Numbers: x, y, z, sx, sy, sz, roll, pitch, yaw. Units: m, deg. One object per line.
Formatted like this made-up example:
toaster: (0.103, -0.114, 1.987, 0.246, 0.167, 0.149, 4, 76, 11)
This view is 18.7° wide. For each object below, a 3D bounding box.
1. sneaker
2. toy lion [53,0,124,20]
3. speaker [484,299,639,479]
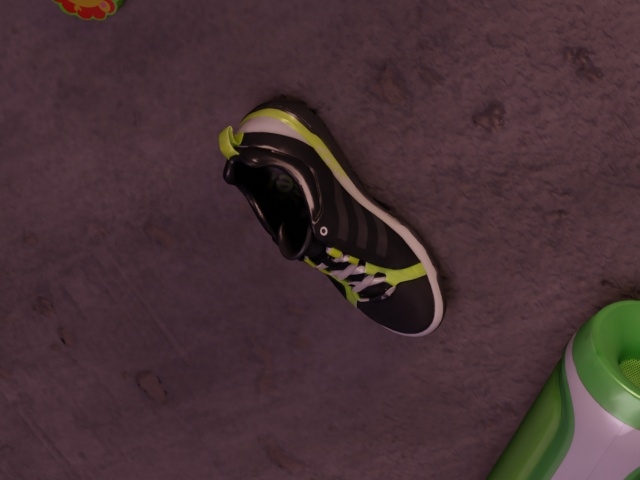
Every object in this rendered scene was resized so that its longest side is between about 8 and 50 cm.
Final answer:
sneaker: (0.000, 0.000, 1.496, 0.084, 0.097, 0.234, -31, 106, 39)
toy lion: (-0.193, -0.215, 1.483, 0.100, 0.034, 0.096, 26, 139, 7)
speaker: (0.201, 0.183, 1.510, 0.131, 0.131, 0.296, 29, 132, 5)
